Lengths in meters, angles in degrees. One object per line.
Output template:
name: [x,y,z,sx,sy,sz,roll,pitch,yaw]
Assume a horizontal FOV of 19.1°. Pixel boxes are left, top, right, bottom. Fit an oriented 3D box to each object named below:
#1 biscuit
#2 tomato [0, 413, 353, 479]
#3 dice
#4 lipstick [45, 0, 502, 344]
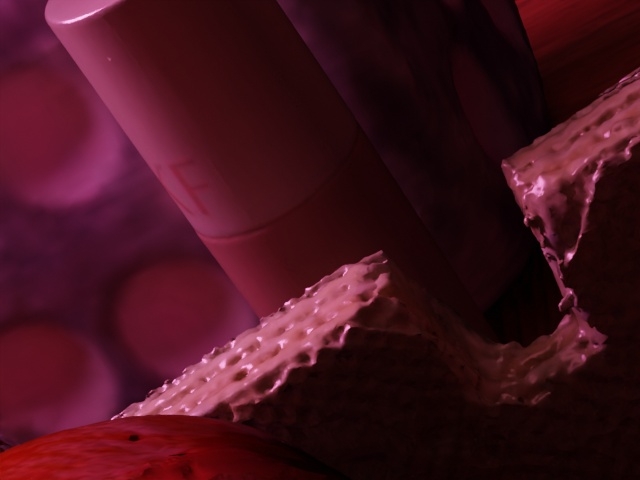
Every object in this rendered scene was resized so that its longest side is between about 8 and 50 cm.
biscuit: [0.066,0.048,0.653,0.250,0.147,0.046,-32,31,6]
tomato: [-0.037,0.147,0.540,0.184,0.208,0.208,-37,24,23]
dice: [-0.066,-0.076,0.874,0.270,0.270,0.271,-25,27,21]
lipstick: [0.000,0.000,0.689,0.070,0.254,0.070,-27,27,15]
